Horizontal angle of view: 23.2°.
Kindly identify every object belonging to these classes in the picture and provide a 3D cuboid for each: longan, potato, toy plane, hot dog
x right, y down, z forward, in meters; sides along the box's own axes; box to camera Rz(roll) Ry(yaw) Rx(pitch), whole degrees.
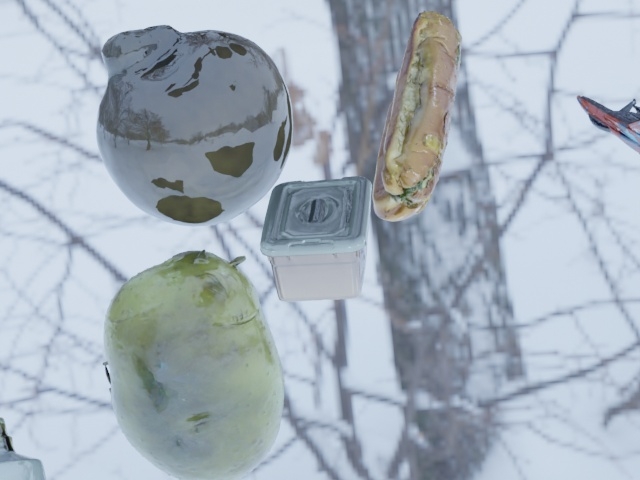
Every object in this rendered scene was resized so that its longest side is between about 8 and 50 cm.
[{"bbox_3d":[-0.120,-0.112,1.425,0.185,0.204,0.159,-43,20,2],"label":"longan"},{"bbox_3d":[-0.120,0.125,1.469,0.169,0.248,0.143,-8,34,11],"label":"potato"},{"bbox_3d":[0.356,-0.121,1.736,0.061,0.130,0.189,-36,50,-3],"label":"toy plane"},{"bbox_3d":[0.108,-0.140,1.683,0.072,0.115,0.269,11,56,5],"label":"hot dog"}]

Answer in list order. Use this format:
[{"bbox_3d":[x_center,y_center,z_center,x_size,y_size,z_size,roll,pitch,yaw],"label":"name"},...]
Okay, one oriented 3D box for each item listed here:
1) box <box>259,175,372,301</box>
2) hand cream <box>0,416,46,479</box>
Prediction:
[{"bbox_3d":[0.000,0.000,1.313,0.089,0.062,0.122,-4,28,7],"label":"box"},{"bbox_3d":[-0.242,0.313,1.293,0.078,0.340,0.124,-17,-11,8],"label":"hand cream"}]
